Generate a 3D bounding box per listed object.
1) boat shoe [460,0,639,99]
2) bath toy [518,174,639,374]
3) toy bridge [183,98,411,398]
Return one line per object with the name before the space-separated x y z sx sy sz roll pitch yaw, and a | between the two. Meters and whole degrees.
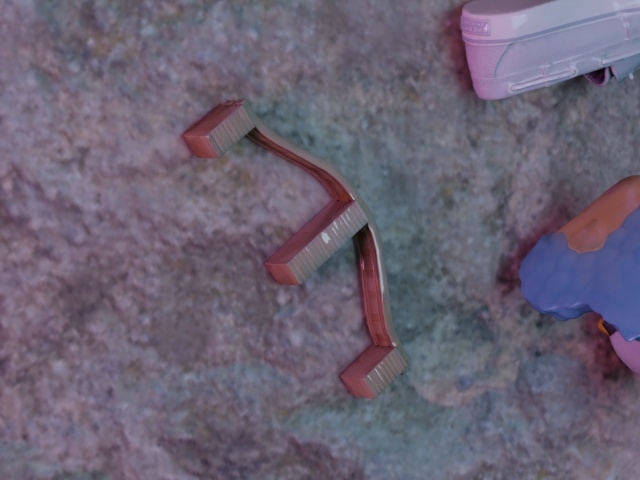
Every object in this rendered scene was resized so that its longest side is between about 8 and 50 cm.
boat shoe | 0.164 -0.122 1.163 0.184 0.066 0.063 -18 115 -34
bath toy | 0.263 0.114 1.195 0.348 0.129 0.151 48 25 -28
toy bridge | 0.000 0.000 1.079 0.063 0.026 0.188 -43 113 -26
